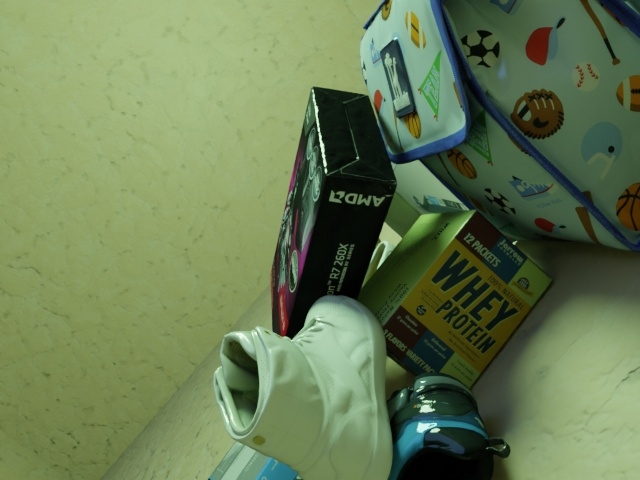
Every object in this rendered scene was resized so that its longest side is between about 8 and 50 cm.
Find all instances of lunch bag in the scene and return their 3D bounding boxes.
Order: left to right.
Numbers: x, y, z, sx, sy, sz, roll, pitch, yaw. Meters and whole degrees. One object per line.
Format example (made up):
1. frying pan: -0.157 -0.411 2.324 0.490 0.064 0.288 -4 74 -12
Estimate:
1. lunch bag: 0.224 -0.171 0.761 0.239 0.385 0.328 -49 9 -5

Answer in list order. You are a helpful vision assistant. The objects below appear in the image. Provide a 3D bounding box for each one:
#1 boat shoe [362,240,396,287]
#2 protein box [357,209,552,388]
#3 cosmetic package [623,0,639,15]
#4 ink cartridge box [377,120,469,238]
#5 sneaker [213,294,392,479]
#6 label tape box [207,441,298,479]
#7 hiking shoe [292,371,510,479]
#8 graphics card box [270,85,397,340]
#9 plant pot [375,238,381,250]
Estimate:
1. boat shoe: 0.050 0.135 1.075 0.367 0.156 0.136 -53 8 -29
2. protein box: 0.157 0.079 0.828 0.200 0.136 0.201 -50 8 -6
3. cosmetic package: 0.417 -0.307 0.716 0.097 0.284 0.377 -49 7 8
4. ink cartridge box: 0.166 -0.102 1.064 0.066 0.296 0.261 -42 10 36
5. sneaker: -0.021 0.118 0.648 0.108 0.169 0.292 -49 20 19
6. label tape box: -0.065 0.352 0.859 0.241 0.106 0.333 -53 8 -22
7. hiking shoe: 0.048 0.268 0.618 0.304 0.113 0.132 -51 13 9
8. graphics card box: 0.000 0.000 0.878 0.233 0.094 0.371 -97 18 -50
9. plant pot: 0.053 0.041 1.407 0.237 0.237 0.254 -49 23 -4
